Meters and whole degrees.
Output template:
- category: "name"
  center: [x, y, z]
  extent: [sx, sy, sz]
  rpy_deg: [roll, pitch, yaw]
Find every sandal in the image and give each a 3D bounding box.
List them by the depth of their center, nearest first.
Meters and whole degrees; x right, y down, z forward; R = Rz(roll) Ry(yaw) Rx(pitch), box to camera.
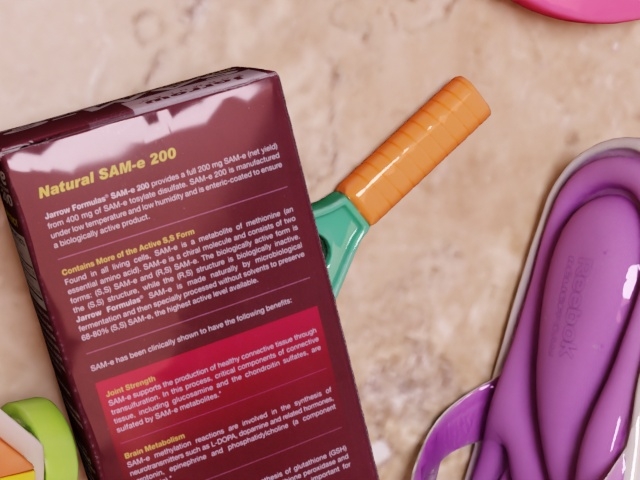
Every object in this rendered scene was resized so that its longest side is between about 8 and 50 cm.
- category: "sandal"
  center: [0.097, 0.141, 0.675]
  extent: [0.102, 0.169, 0.416]
  rpy_deg: [18, 80, -27]

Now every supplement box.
- category: "supplement box"
  center: [-0.060, 0.050, 0.615]
  extent: [0.130, 0.073, 0.239]
  rpy_deg: [-18, 106, -17]

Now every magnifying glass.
- category: "magnifying glass"
  center: [0.000, 0.000, 0.681]
  extent: [0.231, 0.026, 0.092]
  rpy_deg: [-44, 112, -11]

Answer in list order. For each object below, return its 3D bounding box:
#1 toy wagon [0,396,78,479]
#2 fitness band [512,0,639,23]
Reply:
- category: "toy wagon"
  center: [-0.225, 0.134, 0.531]
  extent: [0.267, 0.068, 0.344]
  rpy_deg: [-8, 111, -40]
- category: "fitness band"
  center: [0.183, -0.246, 0.677]
  extent: [0.291, 0.054, 0.209]
  rpy_deg: [-41, 111, -1]
